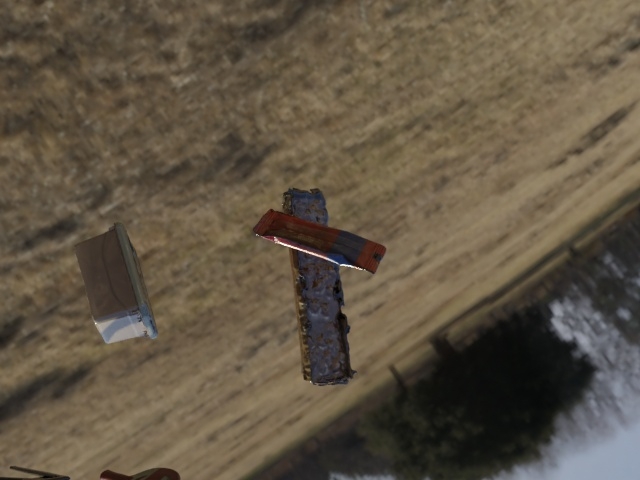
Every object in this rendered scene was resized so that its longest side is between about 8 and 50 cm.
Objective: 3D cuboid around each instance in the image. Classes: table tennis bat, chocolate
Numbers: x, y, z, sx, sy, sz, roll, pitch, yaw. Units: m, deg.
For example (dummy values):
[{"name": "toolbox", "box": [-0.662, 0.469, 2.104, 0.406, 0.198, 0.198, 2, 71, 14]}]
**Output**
[{"name": "table tennis bat", "box": [-0.278, 0.369, 1.587, 0.154, 0.019, 0.098, 2, -155, 40]}, {"name": "chocolate", "box": [-0.013, 0.074, 1.703, 0.065, 0.330, 0.102, -19, 163, 39]}]

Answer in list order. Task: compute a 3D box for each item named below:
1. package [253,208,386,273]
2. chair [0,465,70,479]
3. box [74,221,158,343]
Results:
[{"name": "package", "box": [0.000, 0.000, 1.620, 0.083, 0.200, 0.022, -58, 164, -54]}, {"name": "chair", "box": [-0.389, 0.376, 1.327, 0.246, 0.159, 0.172, -5, 170, 38]}, {"name": "box", "box": [-0.230, 0.052, 1.176, 0.062, 0.122, 0.089, -18, 155, -7]}]
